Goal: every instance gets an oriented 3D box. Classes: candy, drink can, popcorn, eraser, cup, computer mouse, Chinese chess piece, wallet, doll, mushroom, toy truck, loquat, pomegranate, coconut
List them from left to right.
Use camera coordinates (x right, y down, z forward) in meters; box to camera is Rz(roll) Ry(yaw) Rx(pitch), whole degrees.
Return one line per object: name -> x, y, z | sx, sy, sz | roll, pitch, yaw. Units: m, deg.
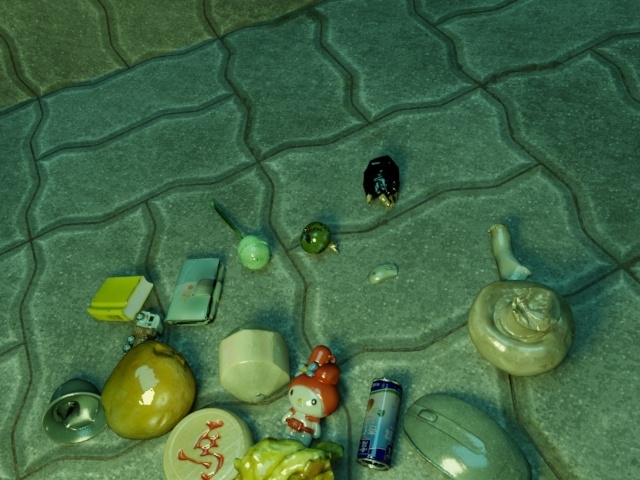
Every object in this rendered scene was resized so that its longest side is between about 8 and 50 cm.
cup -> -0.769, 0.510, 1.775 | 0.199, 0.199, 0.150 | -29, 35, -9
eraser -> -0.709, 0.204, 1.995 | 0.226, 0.069, 0.158 | -6, 47, 36
loquat -> -0.520, 0.449, 1.702 | 0.283, 0.276, 0.276 | -33, 54, -9
toy truck -> -0.580, 0.332, 1.909 | 0.115, 0.080, 0.178 | 5, 56, 10
wallet -> -0.438, 0.181, 1.992 | 0.176, 0.075, 0.251 | -3, 54, 15
Chinese chess piece -> -0.319, 0.615, 1.624 | 0.273, 0.102, 0.273 | -6, 52, 8
candy -> -0.319, -0.042, 2.125 | 0.119, 0.119, 0.440 | -33, 47, -12
coconut -> -0.202, 0.376, 1.706 | 0.241, 0.241, 0.241 | -6, 53, 8
popcorn -> -0.069, 0.640, 1.462 | 0.290, 0.321, 0.326 | 2, 35, 35
doll -> -0.020, 0.451, 1.659 | 0.161, 0.130, 0.291 | 11, 71, 36
pomegranate -> 0.000, 0.000, 2.016 | 0.161, 0.122, 0.122 | 26, 56, -15
drink can -> 0.169, 0.514, 1.593 | 0.097, 0.097, 0.235 | 7, 56, 17
computer mouse -> 0.212, 0.108, 1.924 | 0.110, 0.032, 0.056 | -21, 53, -3
computer mouse -> 0.385, 0.542, 1.510 | 0.373, 0.114, 0.203 | 29, 65, 30
mushroom -> 0.608, 0.061, 1.832 | 0.099, 0.096, 0.278 | -11, 48, 3
mushroom -> 0.570, 0.219, 1.596 | 0.297, 0.290, 0.298 | -5, 54, 7

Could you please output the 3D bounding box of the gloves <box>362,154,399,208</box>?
gloves -> 0.232, -0.208, 2.112 | 0.164, 0.124, 0.203 | -31, 43, 12
